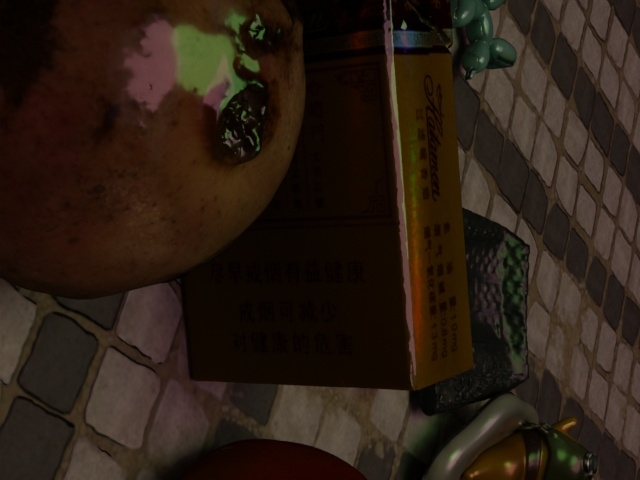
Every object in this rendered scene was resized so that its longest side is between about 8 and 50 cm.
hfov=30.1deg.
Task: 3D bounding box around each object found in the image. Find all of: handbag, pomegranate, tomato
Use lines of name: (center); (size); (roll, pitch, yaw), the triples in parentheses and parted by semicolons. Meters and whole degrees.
handbag: (0.186, 0.088, 1.514); (0.175, 0.088, 0.270); (9, 81, -46)
pomegranate: (-0.157, -0.113, 0.878); (0.322, 0.322, 0.322); (4, 85, -54)
tomato: (-0.038, 0.306, 1.100); (0.260, 0.180, 0.260); (-2, 92, -55)

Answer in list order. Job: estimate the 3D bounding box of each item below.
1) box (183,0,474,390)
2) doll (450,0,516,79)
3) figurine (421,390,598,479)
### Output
box: (-0.008, -0.079, 1.088); (0.116, 0.264, 0.415); (-10, 96, -53)
doll: (0.199, -0.294, 1.563); (0.158, 0.059, 0.159); (-30, 113, -52)
figurine: (0.247, 0.299, 1.486); (0.250, 0.141, 0.166); (-25, 134, -42)
